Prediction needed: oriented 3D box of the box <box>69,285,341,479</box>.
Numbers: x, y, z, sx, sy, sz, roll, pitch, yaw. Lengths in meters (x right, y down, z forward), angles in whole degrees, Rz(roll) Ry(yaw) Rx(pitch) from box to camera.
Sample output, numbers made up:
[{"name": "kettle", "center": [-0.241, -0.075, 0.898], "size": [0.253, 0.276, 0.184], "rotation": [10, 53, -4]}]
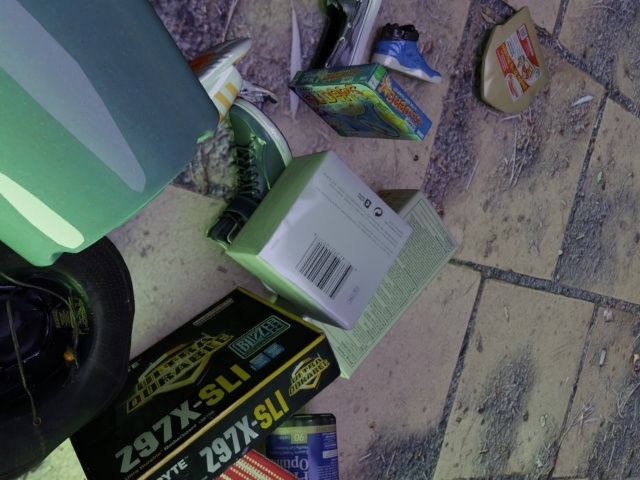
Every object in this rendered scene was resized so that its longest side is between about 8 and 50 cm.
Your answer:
[{"name": "box", "center": [-0.169, 0.206, 0.794], "size": [0.322, 0.257, 0.079], "rotation": [-34, 118, -23]}]

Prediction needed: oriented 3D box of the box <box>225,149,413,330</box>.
[{"name": "box", "center": [0.000, 0.000, 0.828], "size": [0.181, 0.119, 0.182], "rotation": [41, 73, -25]}]

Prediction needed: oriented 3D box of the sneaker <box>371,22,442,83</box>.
[{"name": "sneaker", "center": [0.163, -0.331, 1.028], "size": [0.152, 0.058, 0.085], "rotation": [10, 103, -29]}]

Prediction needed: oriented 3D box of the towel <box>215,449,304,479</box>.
[{"name": "towel", "center": [-0.161, 0.454, 0.912], "size": [0.275, 0.198, 0.031], "rotation": [-64, 161, -6]}]

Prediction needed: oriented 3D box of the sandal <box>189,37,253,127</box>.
[{"name": "sandal", "center": [-0.184, -0.174, 0.805], "size": [0.265, 0.102, 0.076], "rotation": [-46, 123, -8]}]

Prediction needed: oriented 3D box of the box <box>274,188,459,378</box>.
[{"name": "box", "center": [0.079, 0.065, 1.008], "size": [0.311, 0.121, 0.148], "rotation": [-45, 113, -18]}]

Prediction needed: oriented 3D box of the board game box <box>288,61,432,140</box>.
[{"name": "board game box", "center": [0.056, -0.208, 0.893], "size": [0.136, 0.201, 0.035], "rotation": [37, 79, -34]}]

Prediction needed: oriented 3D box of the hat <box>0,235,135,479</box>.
[{"name": "hat", "center": [-0.388, 0.113, 0.692], "size": [0.331, 0.133, 0.332], "rotation": [-12, 105, -54]}]

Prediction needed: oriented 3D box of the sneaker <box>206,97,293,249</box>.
[{"name": "sneaker", "center": [-0.115, -0.080, 0.873], "size": [0.163, 0.086, 0.226], "rotation": [-40, 121, -24]}]

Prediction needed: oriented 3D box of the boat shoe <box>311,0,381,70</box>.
[{"name": "boat shoe", "center": [0.036, -0.361, 0.928], "size": [0.076, 0.080, 0.229], "rotation": [10, 102, -37]}]

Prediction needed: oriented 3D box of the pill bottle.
[{"name": "pill bottle", "center": [-0.029, 0.402, 0.972], "size": [0.122, 0.122, 0.219], "rotation": [9, 70, -36]}]

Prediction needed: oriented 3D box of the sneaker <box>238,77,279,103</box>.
[{"name": "sneaker", "center": [-0.103, -0.220, 0.890], "size": [0.083, 0.032, 0.037], "rotation": [15, 105, -31]}]

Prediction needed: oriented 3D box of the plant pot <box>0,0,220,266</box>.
[{"name": "plant pot", "center": [-0.294, -0.176, 0.555], "size": [0.341, 0.341, 0.334], "rotation": [-46, 117, -18]}]

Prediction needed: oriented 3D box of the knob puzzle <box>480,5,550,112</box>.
[{"name": "knob puzzle", "center": [0.381, -0.348, 1.193], "size": [0.213, 0.030, 0.213], "rotation": [-9, 105, -34]}]
